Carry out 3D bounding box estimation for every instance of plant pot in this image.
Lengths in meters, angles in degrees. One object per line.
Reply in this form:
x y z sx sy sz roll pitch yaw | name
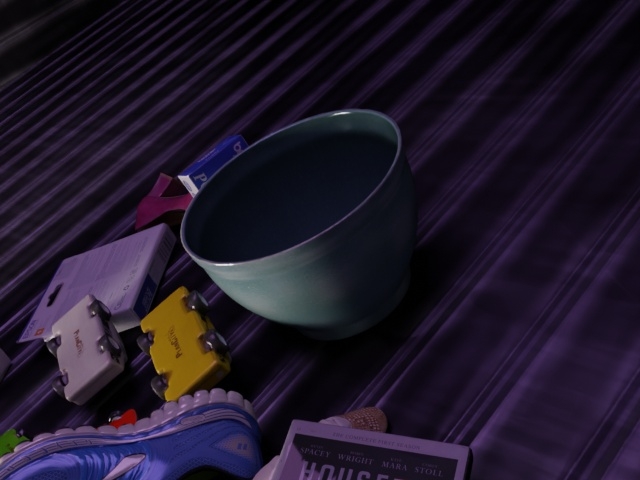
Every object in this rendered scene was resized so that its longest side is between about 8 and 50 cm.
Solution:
0.000 0.000 1.032 0.293 0.196 0.293 -20 32 14 | plant pot

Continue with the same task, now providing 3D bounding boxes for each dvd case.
0.023 0.275 0.711 0.179 0.030 0.239 4 49 21 | dvd case

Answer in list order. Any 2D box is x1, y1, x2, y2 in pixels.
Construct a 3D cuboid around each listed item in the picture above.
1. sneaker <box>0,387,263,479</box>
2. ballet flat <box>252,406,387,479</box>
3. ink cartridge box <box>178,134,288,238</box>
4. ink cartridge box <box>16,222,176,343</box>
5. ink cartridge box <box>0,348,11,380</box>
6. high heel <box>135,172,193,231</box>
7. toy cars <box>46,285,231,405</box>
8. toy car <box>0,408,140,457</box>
-0.212 0.271 0.852 0.329 0.130 0.147 -19 41 -8 | sneaker
-0.014 0.231 0.833 0.206 0.067 0.073 -43 33 -22 | ballet flat
-0.097 -0.036 1.151 0.097 0.207 0.046 -41 20 -19 | ink cartridge box
-0.363 0.081 1.356 0.223 0.045 0.223 -17 34 20 | ink cartridge box
-0.678 0.188 1.300 0.283 0.207 0.117 -15 33 22 | ink cartridge box
-0.238 -0.034 1.419 0.244 0.082 0.117 26 89 40 | high heel
-0.242 0.157 1.113 0.393 0.087 0.177 -6 48 39 | toy cars
-0.347 0.294 1.029 0.225 0.053 0.239 9 47 47 | toy car
